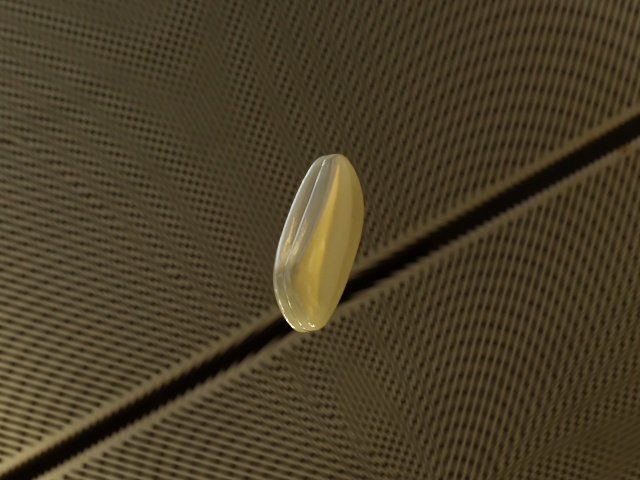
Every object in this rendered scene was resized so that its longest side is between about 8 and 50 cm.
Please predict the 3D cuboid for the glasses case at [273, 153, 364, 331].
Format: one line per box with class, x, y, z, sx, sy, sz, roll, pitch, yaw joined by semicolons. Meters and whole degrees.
glasses case;0.000;0.000;0.679;0.021;0.032;0.083;-7;-141;24
